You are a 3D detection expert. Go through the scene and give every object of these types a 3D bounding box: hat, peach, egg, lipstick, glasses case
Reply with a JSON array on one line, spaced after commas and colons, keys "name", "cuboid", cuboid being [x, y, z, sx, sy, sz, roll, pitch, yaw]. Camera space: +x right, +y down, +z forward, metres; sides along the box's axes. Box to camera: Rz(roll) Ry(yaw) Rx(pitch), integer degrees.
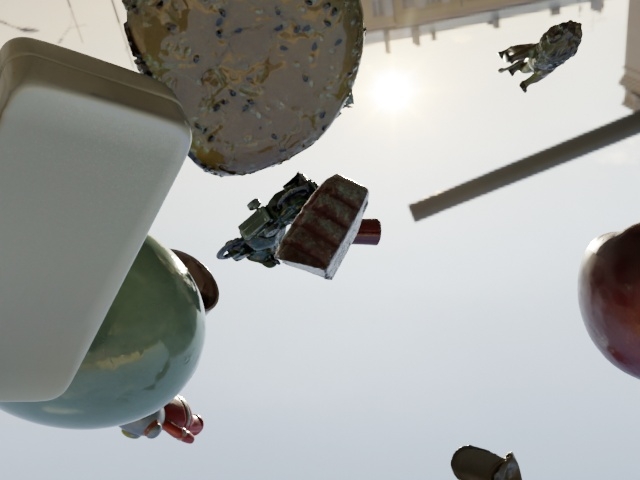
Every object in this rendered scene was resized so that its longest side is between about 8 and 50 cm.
[{"name": "hat", "cuboid": [0.286, 0.410, 1.009, 0.175, 0.084, 0.147, 21, -167, -13]}, {"name": "peach", "cuboid": [0.470, 0.085, 0.852, 0.200, 0.243, 0.243, -15, -157, 34]}, {"name": "egg", "cuboid": [-0.323, 0.093, 0.791, 0.389, 0.276, 0.276, 14, -143, 28]}, {"name": "lipstick", "cuboid": [0.045, -0.024, 1.675, 0.241, 0.080, 0.080, 1, -153, -11]}, {"name": "glasses case", "cuboid": [-0.225, 0.005, 0.490, 0.131, 0.312, 0.070, 11, -147, -38]}]

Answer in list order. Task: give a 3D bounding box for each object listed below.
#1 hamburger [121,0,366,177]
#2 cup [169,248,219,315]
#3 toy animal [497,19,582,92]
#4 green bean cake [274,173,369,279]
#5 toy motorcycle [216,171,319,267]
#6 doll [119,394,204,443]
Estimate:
[{"name": "hamburger", "cuboid": [-0.089, -0.263, 0.787, 0.277, 0.318, 0.195, -22, -145, 2]}, {"name": "cup", "cuboid": [-0.375, 0.140, 1.514, 0.200, 0.191, 0.253, -46, -167, 26]}, {"name": "toy animal", "cuboid": [0.302, -0.260, 0.895, 0.086, 0.069, 0.220, -36, -169, -3]}, {"name": "green bean cake", "cuboid": [0.000, 0.000, 1.107, 0.097, 0.232, 0.198, 29, -109, 6]}, {"name": "toy motorcycle", "cuboid": [-0.094, -0.035, 1.353, 0.275, 0.124, 0.187, -38, 161, 20]}, {"name": "doll", "cuboid": [-0.284, 0.288, 1.033, 0.142, 0.245, 0.076, 36, -92, 25]}]
